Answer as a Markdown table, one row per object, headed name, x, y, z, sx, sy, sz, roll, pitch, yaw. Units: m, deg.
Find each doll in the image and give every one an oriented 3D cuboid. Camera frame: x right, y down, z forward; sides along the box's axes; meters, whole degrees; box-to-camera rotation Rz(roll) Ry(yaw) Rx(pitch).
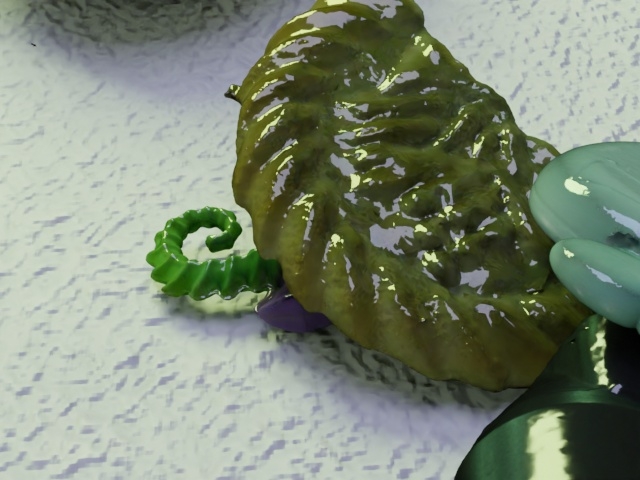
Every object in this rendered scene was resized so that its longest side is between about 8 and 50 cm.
| name | x | y | z | sx | sy | sz | roll | pitch | yaw |
| --- | --- | --- | --- | --- | --- | --- | --- | --- | --- |
| doll | 0.000 | 0.000 | 0.948 | 0.190 | 0.050 | 0.115 | -12 | 44 | -13 |

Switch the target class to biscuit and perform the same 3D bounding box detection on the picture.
| name | x | y | z | sx | sy | sz | roll | pitch | yaw |
| --- | --- | --- | --- | --- | --- | --- | --- | --- | --- |
| biscuit | 0.052 | -0.021 | 0.913 | 0.187 | 0.036 | 0.273 | -32 | 70 | -30 |

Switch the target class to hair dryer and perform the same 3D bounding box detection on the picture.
| name | x | y | z | sx | sy | sz | roll | pitch | yaw |
| --- | --- | --- | --- | --- | --- | --- | --- | --- | --- |
| hair dryer | 0.203 | 0.157 | 0.729 | 0.302 | 0.116 | 0.244 | 13 | 38 | -4 |

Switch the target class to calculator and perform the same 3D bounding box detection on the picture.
| name | x | y | z | sx | sy | sz | roll | pitch | yaw |
| --- | --- | --- | --- | --- | --- | --- | --- | --- | --- |
| calculator | 0.201 | 0.006 | 0.859 | 0.184 | 0.042 | 0.295 | 35 | 22 | 21 |

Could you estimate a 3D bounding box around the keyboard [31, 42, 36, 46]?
| name | x | y | z | sx | sy | sz | roll | pitch | yaw |
| --- | --- | --- | --- | --- | --- | --- | --- | --- | --- |
| keyboard | -0.329 | -0.077 | 1.005 | 0.103 | 0.041 | 0.381 | 27 | 29 | 34 |
